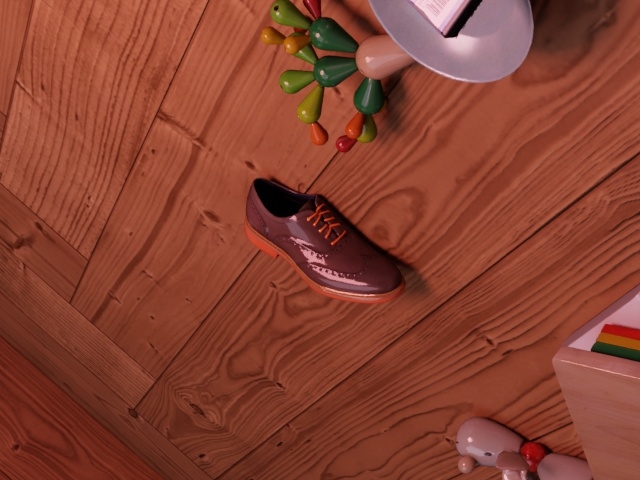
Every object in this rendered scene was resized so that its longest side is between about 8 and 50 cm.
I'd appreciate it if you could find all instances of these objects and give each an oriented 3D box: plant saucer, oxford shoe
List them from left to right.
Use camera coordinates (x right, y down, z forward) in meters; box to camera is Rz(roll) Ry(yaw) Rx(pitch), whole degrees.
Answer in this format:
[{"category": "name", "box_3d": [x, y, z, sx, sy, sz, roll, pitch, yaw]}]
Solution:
[{"category": "oxford shoe", "box_3d": [0.000, 0.000, 1.626, 0.271, 0.097, 0.098, 27, 141, 23]}, {"category": "plant saucer", "box_3d": [0.128, -0.242, 1.121, 0.195, 0.037, 0.195, 30, 147, 21]}]

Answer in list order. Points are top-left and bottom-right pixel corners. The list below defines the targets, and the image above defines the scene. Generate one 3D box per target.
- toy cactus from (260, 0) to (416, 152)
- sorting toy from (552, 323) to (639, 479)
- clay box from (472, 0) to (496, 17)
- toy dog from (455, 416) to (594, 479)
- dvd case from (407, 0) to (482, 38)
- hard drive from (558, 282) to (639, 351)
[{"category": "toy cactus", "box_3d": [0.036, -0.203, 1.344, 0.180, 0.112, 0.219, -12, 121, 32]}, {"category": "sorting toy", "box_3d": [0.430, 0.219, 1.347, 0.257, 0.089, 0.255, 10, 138, 40]}, {"category": "clay box", "box_3d": [0.165, -0.297, 1.100, 0.127, 0.053, 0.222, 48, 150, -12]}, {"category": "toy dog", "box_3d": [0.333, 0.380, 1.670, 0.333, 0.161, 0.220, 1, 131, 47]}, {"category": "dvd case", "box_3d": [0.084, -0.331, 1.036, 0.253, 0.022, 0.180, 49, 124, 20]}, {"category": "hard drive", "box_3d": [0.459, 0.191, 1.405, 0.307, 0.040, 0.203, 40, 149, 3]}]
